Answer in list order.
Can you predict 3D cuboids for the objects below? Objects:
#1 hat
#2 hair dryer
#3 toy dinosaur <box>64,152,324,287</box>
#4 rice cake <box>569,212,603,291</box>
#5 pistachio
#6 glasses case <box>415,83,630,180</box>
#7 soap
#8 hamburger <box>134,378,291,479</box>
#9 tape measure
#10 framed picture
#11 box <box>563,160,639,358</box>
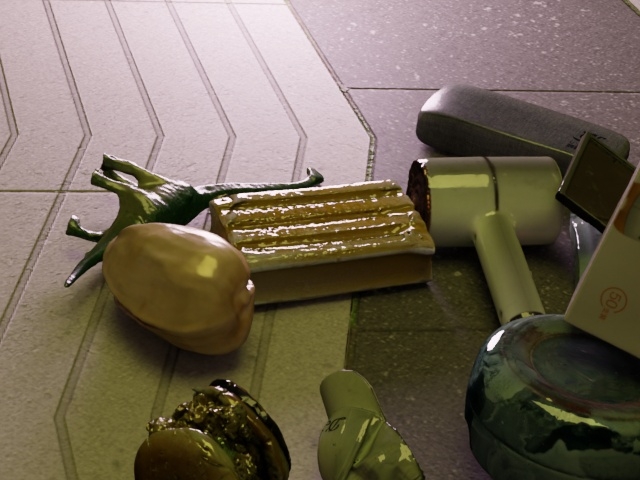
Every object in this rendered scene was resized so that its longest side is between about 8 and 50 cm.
[{"bbox_3d":[0.038,0.218,1.611,0.081,0.122,0.166,-2,56,-32],"label":"hat"},{"bbox_3d":[0.245,0.024,1.956,0.203,0.128,0.362,-1,41,-11],"label":"hair dryer"},{"bbox_3d":[-0.178,-0.020,2.016,0.301,0.087,0.447,24,40,-4],"label":"toy dinosaur"},{"bbox_3d":[0.406,0.033,2.012,0.127,0.043,0.237,6,34,0],"label":"rice cake"},{"bbox_3d":[-0.176,0.058,1.811,0.229,0.157,0.157,22,36,40],"label":"pistachio"},{"bbox_3d":[0.311,-0.156,2.260,0.323,0.074,0.131,21,38,23],"label":"glasses case"},{"bbox_3d":[0.000,0.000,1.970,0.274,0.089,0.173,-7,35,-17],"label":"soap"},{"bbox_3d":[-0.110,0.235,1.526,0.159,0.185,0.131,38,40,19],"label":"hamburger"},{"bbox_3d":[0.299,0.199,1.652,0.275,0.147,0.256,8,27,-3],"label":"tape measure"},{"bbox_3d":[0.451,-0.029,2.029,0.265,0.018,0.192,37,36,0],"label":"framed picture"},{"bbox_3d":[0.471,0.056,1.609,0.341,0.225,0.143,26,18,8],"label":"box"}]
